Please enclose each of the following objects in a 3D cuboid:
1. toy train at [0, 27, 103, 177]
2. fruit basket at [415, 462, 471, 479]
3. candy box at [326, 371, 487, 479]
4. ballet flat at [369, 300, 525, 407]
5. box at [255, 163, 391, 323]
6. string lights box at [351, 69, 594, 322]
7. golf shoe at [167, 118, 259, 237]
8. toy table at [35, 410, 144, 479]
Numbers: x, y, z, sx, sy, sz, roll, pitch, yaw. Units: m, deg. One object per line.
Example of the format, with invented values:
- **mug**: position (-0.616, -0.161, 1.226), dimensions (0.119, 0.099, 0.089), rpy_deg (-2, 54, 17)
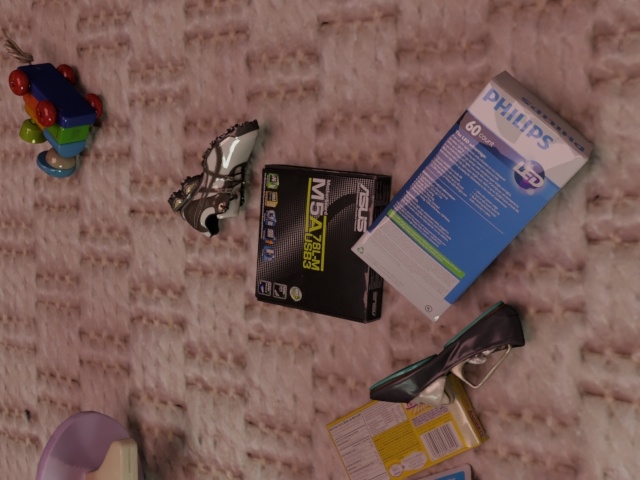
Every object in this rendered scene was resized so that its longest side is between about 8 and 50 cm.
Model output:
- **toy train**: position (-0.473, -0.227, 1.482), dimensions (0.248, 0.105, 0.143), rpy_deg (44, 130, 26)
- **fruit basket**: position (0.031, 0.444, 1.023), dimensions (0.327, 0.165, 0.353), rpy_deg (-28, 37, 29)
- **candy box**: position (0.104, 0.243, 1.124), dimensions (0.206, 0.027, 0.105), rpy_deg (-34, 70, 33)
- **ballet flat**: position (0.151, 0.150, 1.034), dimensions (0.203, 0.074, 0.074), rpy_deg (-36, 72, 14)
- **box**: position (0.000, 0.000, 1.173), dimensions (0.184, 0.045, 0.191), rpy_deg (10, 100, 37)
- **string lights box**: position (0.167, -0.046, 1.003), dimensions (0.133, 0.077, 0.260), rpy_deg (42, 117, 5)
- **golf shoe**: position (-0.129, -0.086, 1.253), dimensions (0.094, 0.077, 0.198), rpy_deg (50, 127, 10)
- **toy table**: position (-0.320, 0.407, 1.333), dimensions (0.161, 0.252, 0.274), rpy_deg (2, 106, 52)
